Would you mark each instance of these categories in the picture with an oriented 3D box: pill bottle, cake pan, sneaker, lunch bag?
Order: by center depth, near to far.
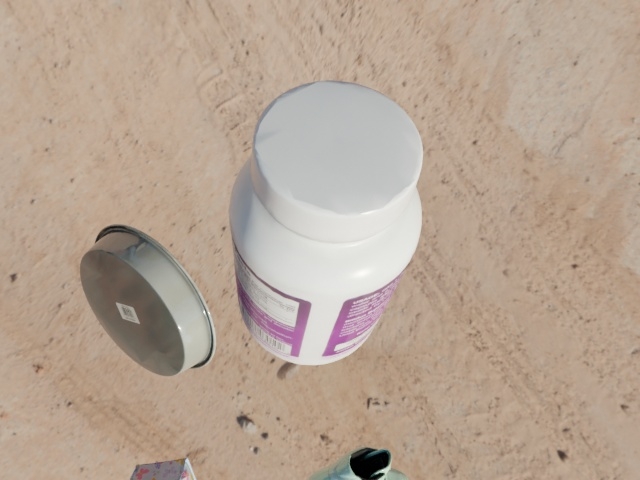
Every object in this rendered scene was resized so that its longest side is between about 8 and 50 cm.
[{"bbox_3d":[0.000,0.000,0.519,0.169,0.301,0.169,3,61,-5],"label":"pill bottle"},{"bbox_3d":[-0.188,0.316,0.665,0.071,0.053,0.083,-9,115,6],"label":"lunch bag"},{"bbox_3d":[-0.303,0.113,0.920,0.293,0.054,0.293,21,129,28],"label":"cake pan"},{"bbox_3d":[0.109,0.440,0.990,0.256,0.094,0.151,17,130,-38],"label":"sneaker"}]
